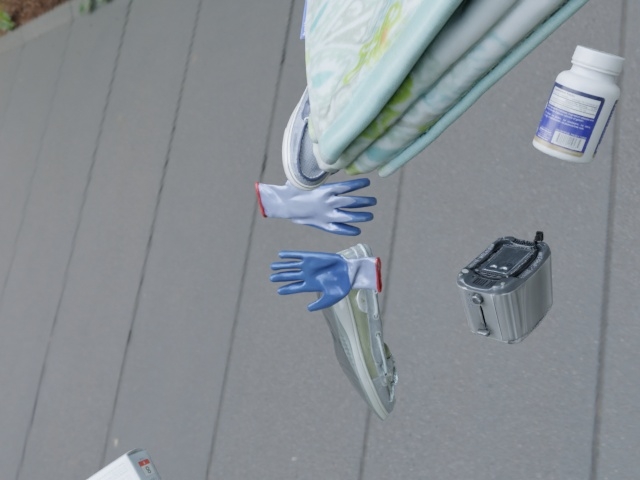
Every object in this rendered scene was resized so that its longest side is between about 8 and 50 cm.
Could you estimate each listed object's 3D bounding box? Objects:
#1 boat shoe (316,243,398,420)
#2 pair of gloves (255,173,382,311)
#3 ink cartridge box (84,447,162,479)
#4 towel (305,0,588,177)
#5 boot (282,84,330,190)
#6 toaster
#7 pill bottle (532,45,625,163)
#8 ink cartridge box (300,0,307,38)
[{"bbox_3d":[0.077,0.160,1.172,0.103,0.320,0.118,-24,21,-12],"label":"boat shoe"},{"bbox_3d":[0.000,0.000,0.881,0.159,0.023,0.198,-1,112,24],"label":"pair of gloves"},{"bbox_3d":[-0.195,0.320,0.694,0.145,0.045,0.179,-35,79,10],"label":"ink cartridge box"},{"bbox_3d":[0.099,-0.257,0.511,0.374,0.090,0.320,-42,39,50],"label":"towel"},{"bbox_3d":[0.014,-0.146,0.756,0.086,0.069,0.190,-172,98,-71],"label":"boot"},{"bbox_3d":[0.362,0.092,1.343,0.129,0.227,0.146,12,126,42],"label":"toaster"},{"bbox_3d":[0.458,-0.239,1.236,0.112,0.112,0.186,38,121,44],"label":"pill bottle"},{"bbox_3d":[0.125,-0.463,1.392,0.311,0.065,0.185,3,73,10],"label":"ink cartridge box"}]
